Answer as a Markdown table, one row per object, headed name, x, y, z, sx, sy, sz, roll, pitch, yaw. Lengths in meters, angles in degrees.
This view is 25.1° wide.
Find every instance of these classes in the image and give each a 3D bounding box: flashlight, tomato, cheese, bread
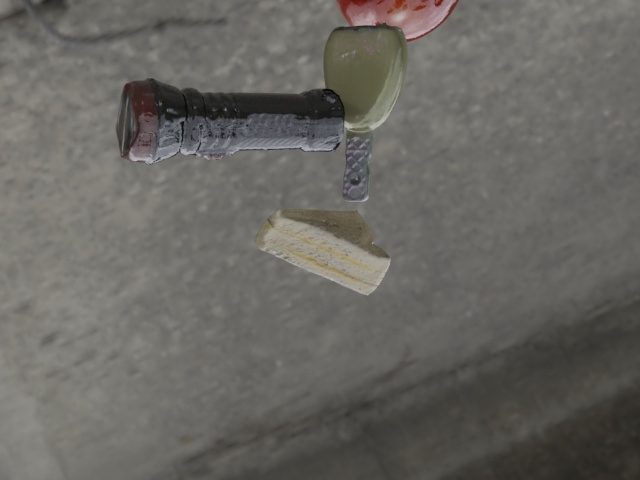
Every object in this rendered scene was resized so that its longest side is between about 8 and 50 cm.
| name | x | y | z | sx | sy | sz | roll | pitch | yaw |
| --- | --- | --- | --- | --- | --- | --- | --- | --- | --- |
| flashlight | -0.089 | -0.120 | 1.480 | 0.232 | 0.093 | 0.093 | 0 | 156 | -21 |
| tomato | 0.106 | -0.348 | 1.859 | 0.195 | 0.195 | 0.136 | -35 | 136 | 30 |
| cheese | 0.043 | -0.137 | 1.551 | 0.097 | 0.192 | 0.037 | 2 | 174 | 26 |
| bread | 0.003 | 0.015 | 1.917 | 0.152 | 0.105 | 0.077 | -2 | 139 | -38 |
